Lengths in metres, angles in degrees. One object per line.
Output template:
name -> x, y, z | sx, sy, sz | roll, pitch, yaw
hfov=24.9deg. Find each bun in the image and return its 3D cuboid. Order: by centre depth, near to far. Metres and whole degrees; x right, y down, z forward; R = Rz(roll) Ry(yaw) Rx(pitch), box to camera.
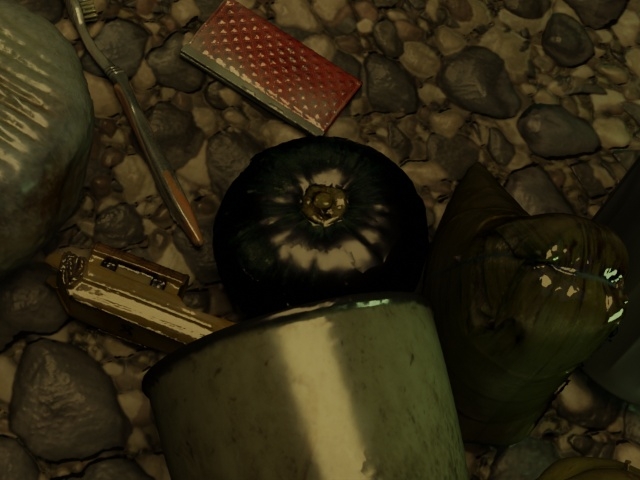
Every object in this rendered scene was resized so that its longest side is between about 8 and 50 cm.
bun -> -0.409, -0.099, 1.484 | 0.362, 0.211, 0.362 | 3, 63, -5

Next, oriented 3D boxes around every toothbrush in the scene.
toothbrush -> -0.215, -0.149, 1.646 | 0.037, 0.028, 0.375 | -17, 68, -25

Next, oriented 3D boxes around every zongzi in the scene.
zongzi -> 0.206, -0.005, 1.492 | 0.160, 0.323, 0.360 | 15, 57, -12

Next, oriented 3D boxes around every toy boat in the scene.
toy boat -> -0.181, 0.063, 1.526 | 0.226, 0.068, 0.088 | 19, 57, 0

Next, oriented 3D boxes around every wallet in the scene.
wallet -> -0.056, -0.203, 1.705 | 0.196, 0.020, 0.103 | 32, 64, 6

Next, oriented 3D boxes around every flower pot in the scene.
flower pot -> 0.008, 0.248, 1.362 | 0.294, 0.293, 0.330 | -11, 74, -15

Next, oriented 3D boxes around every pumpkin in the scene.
pumpkin -> 0.000, 0.000, 1.537 | 0.233, 0.163, 0.233 | 4, 62, -7

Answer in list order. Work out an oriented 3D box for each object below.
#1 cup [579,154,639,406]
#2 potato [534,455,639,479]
cup -> 0.426, 0.049, 1.496 | 0.323, 0.327, 0.237 | 40, 63, 11
potato -> 0.242, 0.368, 1.366 | 0.202, 0.218, 0.351 | 16, 61, -4
